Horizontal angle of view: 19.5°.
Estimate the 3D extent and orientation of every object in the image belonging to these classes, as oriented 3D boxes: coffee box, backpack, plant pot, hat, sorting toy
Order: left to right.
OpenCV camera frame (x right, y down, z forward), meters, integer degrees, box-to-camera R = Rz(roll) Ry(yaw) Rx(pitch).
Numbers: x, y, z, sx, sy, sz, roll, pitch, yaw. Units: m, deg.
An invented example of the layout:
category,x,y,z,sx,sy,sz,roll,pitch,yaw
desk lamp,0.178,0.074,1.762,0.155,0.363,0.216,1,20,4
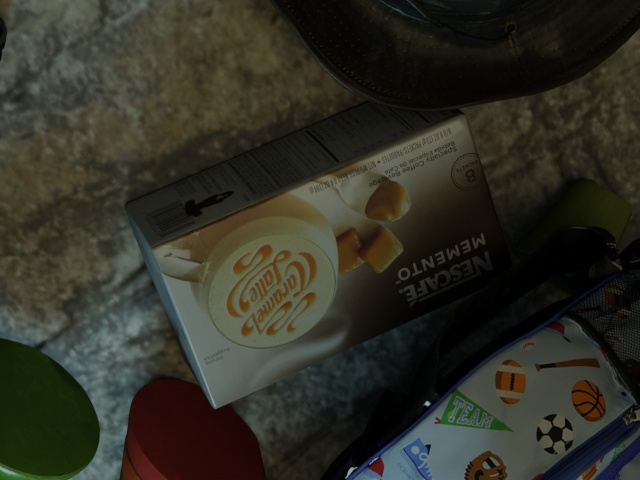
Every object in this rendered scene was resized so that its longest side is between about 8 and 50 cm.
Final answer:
category,x,y,z,sx,sy,sz,roll,pitch,yaw
sorting toy,-0.221,0.161,1.355,0.365,0.127,0.126,16,127,-32
coffee box,0.000,0.000,1.373,0.246,0.098,0.141,-23,115,-9
hat,0.116,-0.243,1.272,0.331,0.134,0.331,0,93,-11
backpack,0.134,0.159,1.336,0.263,0.213,0.276,-16,151,-48
plant pot,0.202,-0.004,1.457,0.083,0.083,0.079,35,84,-26

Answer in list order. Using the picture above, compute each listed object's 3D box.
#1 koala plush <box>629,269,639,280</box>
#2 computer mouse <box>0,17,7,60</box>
category,x,y,z,sx,sy,sz,roll,pitch,yaw
koala plush,0.375,0.068,1.478,0.221,0.196,0.203,-36,112,-14
computer mouse,-0.321,-0.036,1.267,0.188,0.072,0.272,6,107,-21
